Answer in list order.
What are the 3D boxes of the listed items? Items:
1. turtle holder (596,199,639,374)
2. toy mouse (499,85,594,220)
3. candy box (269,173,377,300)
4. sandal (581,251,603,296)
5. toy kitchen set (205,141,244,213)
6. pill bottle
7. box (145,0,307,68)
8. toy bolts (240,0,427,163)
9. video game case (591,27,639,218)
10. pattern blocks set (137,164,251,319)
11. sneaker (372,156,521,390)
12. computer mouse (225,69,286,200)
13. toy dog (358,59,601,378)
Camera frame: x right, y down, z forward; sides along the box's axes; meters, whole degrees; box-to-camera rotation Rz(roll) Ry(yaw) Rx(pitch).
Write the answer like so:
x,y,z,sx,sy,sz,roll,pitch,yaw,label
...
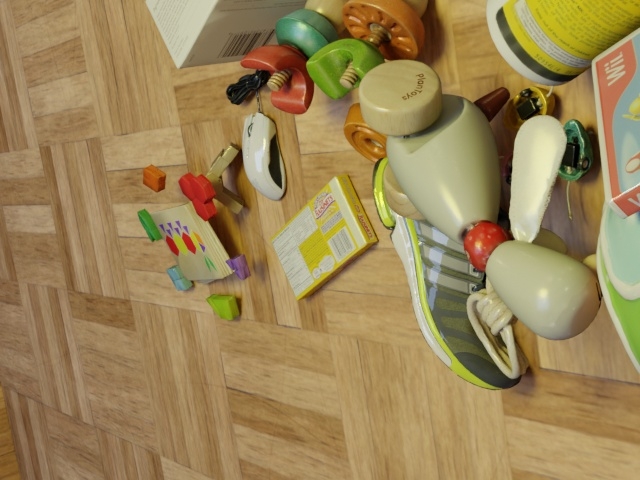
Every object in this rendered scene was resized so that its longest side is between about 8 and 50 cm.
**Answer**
x,y,z,sx,sy,sz,roll,pitch,yaw,label
0.342,-0.015,0.707,0.227,0.243,0.320,-120,31,-46,turtle holder
0.239,-0.087,0.993,0.161,0.031,0.143,-44,66,51,toy mouse
0.000,0.000,1.351,0.206,0.027,0.105,-41,67,51,candy box
0.296,0.030,0.934,0.219,0.090,0.060,17,94,57,sandal
-0.137,-0.103,1.505,0.083,0.075,0.068,-52,12,11,toy kitchen set
0.254,-0.236,0.844,0.208,0.119,0.119,-36,73,53,pill bottle
-0.102,-0.329,1.239,0.182,0.181,0.119,-46,66,50,box
0.045,-0.220,1.165,0.228,0.158,0.218,19,158,39,toy bolts
0.323,-0.151,0.677,0.025,0.204,0.285,40,127,-22,video game case
-0.211,0.003,1.580,0.325,0.026,0.285,7,124,56,pattern blocks set
0.163,0.026,1.077,0.121,0.111,0.300,-25,89,39,sneaker
-0.094,-0.151,1.411,0.106,0.042,0.193,-4,99,53,computer mouse
0.175,-0.052,0.918,0.334,0.161,0.220,58,170,21,toy dog
